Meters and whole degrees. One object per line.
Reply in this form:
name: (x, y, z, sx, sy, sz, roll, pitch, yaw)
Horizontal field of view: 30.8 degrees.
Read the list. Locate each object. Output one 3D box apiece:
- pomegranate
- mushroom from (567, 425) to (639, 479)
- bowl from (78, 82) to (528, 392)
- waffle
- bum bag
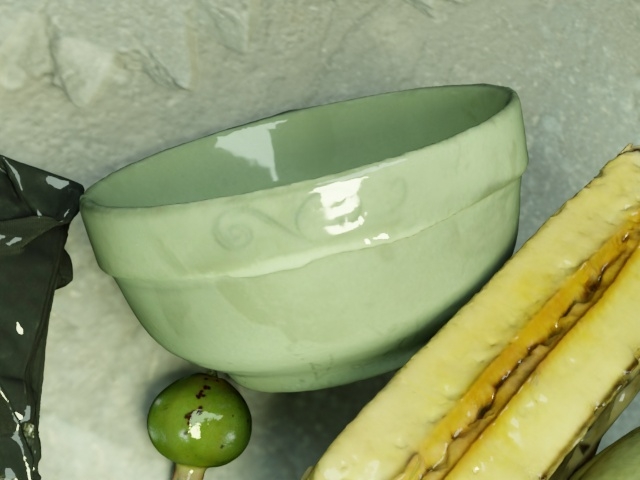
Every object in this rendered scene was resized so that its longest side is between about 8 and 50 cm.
pomegranate: (-0.082, 0.136, 0.813, 0.073, 0.073, 0.085, -17, 109, -29)
mushroom: (0.262, 0.269, 0.720, 0.352, 0.260, 0.352, -12, 108, -43)
bowl: (0.000, 0.000, 0.810, 0.307, 0.307, 0.163, -20, 103, -30)
waffle: (0.125, 0.121, 0.775, 0.114, 0.261, 0.376, 39, 55, 17)
bum bag: (-0.235, 0.052, 0.800, 0.123, 0.060, 0.248, 10, 58, -17)
